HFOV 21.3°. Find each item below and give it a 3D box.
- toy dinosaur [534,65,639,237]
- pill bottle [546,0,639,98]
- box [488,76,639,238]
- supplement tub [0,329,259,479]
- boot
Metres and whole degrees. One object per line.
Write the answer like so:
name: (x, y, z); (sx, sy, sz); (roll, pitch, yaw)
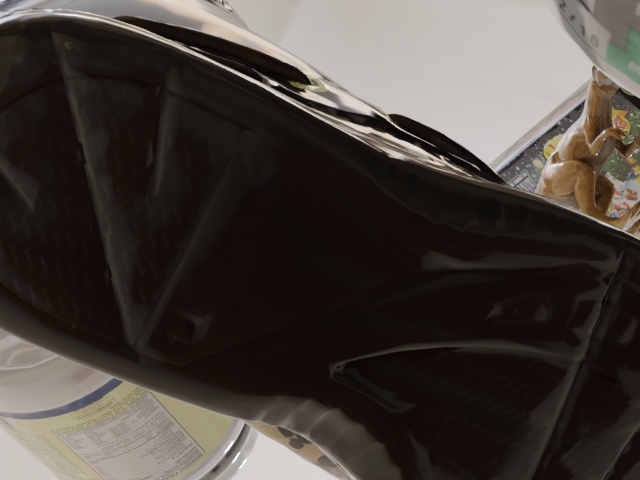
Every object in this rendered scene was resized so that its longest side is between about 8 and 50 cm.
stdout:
toy dinosaur: (0.174, -0.037, 1.188); (0.112, 0.064, 0.211); (45, -60, 22)
pill bottle: (0.169, -0.192, 0.531); (0.204, 0.361, 0.204); (-2, -110, 5)
box: (0.236, -0.041, 1.342); (0.159, 0.233, 0.044); (38, -120, -5)
supplement tub: (-0.199, 0.105, 1.586); (0.235, 0.325, 0.235); (-9, -121, 15)
boot: (0.000, 0.000, 0.683); (0.138, 0.377, 0.284); (-61, -156, 9)
